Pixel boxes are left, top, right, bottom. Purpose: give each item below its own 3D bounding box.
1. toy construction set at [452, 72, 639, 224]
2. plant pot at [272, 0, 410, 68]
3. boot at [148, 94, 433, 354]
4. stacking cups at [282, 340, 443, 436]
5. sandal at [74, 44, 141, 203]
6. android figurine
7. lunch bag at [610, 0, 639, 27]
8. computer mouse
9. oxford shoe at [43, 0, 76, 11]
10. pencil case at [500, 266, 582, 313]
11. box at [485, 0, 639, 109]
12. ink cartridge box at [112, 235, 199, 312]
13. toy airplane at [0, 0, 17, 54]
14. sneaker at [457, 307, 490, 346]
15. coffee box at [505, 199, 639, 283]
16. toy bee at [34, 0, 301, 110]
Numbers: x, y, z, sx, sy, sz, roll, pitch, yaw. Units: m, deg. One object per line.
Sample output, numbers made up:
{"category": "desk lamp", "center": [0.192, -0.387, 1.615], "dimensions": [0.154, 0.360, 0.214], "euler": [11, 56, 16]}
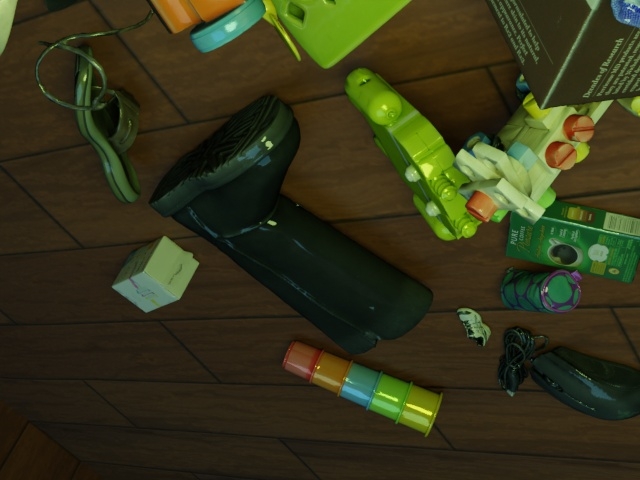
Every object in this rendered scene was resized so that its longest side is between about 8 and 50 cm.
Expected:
{"category": "toy construction set", "center": [0.266, -0.119, 1.002], "dimensions": [0.151, 0.327, 0.215], "euler": [58, 165, -25]}
{"category": "plant pot", "center": [0.035, -0.340, 0.888], "dimensions": [0.207, 0.228, 0.227], "euler": [41, 145, -15]}
{"category": "boot", "center": [-0.001, 0.000, 1.448], "dimensions": [0.445, 0.146, 0.367], "euler": [40, 152, -19]}
{"category": "stacking cups", "center": [0.079, 0.283, 1.853], "dimensions": [0.316, 0.096, 0.096], "euler": [22, 147, 4]}
{"category": "sandal", "center": [-0.312, -0.181, 1.443], "dimensions": [0.086, 0.120, 0.303], "euler": [-11, 143, 1]}
{"category": "android figurine", "center": [0.117, -0.101, 1.165], "dimensions": [0.056, 0.273, 0.248], "euler": [-34, 130, 1]}
{"category": "lunch bag", "center": [0.366, -0.337, 0.589], "dimensions": [0.238, 0.328, 0.385], "euler": [23, 149, 3]}
{"category": "computer mouse", "center": [0.434, 0.249, 1.604], "dimensions": [0.272, 0.072, 0.188], "euler": [15, 145, 13]}
{"category": "oxford shoe", "center": [-0.336, -0.379, 1.212], "dimensions": [0.076, 0.076, 0.212], "euler": [52, 151, 12]}
{"category": "pencil case", "center": [0.322, 0.072, 1.387], "dimensions": [0.064, 0.070, 0.151], "euler": [54, 169, -8]}
{"category": "box", "center": [0.281, -0.242, 0.845], "dimensions": [0.203, 0.169, 0.167], "euler": [-10, 151, -15]}
{"category": "ink cartridge box", "center": [-0.306, 0.062, 1.776], "dimensions": [0.090, 0.092, 0.143], "euler": [40, 142, -23]}
{"category": "toy airplane", "center": [-0.248, -0.407, 0.809], "dimensions": [0.272, 0.386, 0.384], "euler": [15, 147, -9]}
{"category": "sneaker", "center": [0.259, 0.148, 1.600], "dimensions": [0.083, 0.037, 0.032], "euler": [43, 144, -25]}
{"category": "coffee box", "center": [0.356, -0.004, 1.322], "dimensions": [0.184, 0.040, 0.113], "euler": [12, 147, 16]}
{"category": "toy bee", "center": [-0.105, -0.244, 0.831], "dimensions": [0.298, 0.162, 0.195], "euler": [-5, 121, 13]}
